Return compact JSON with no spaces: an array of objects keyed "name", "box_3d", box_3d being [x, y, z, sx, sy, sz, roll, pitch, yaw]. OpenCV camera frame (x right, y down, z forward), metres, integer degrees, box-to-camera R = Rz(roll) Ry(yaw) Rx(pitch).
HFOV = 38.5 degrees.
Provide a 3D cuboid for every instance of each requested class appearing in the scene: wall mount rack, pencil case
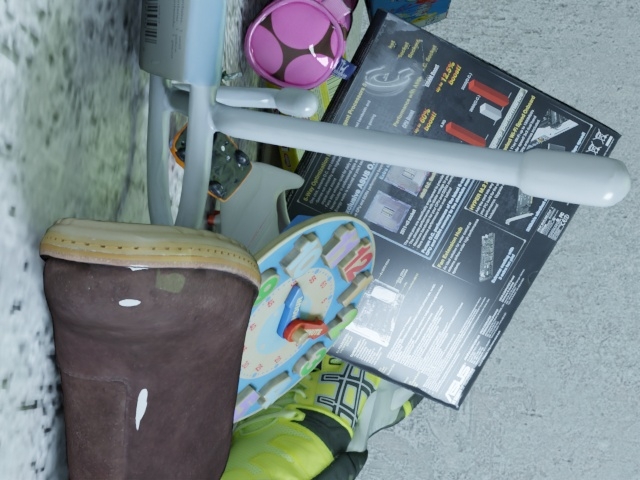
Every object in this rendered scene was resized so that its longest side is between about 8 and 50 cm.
[{"name":"wall mount rack","box_3d":[0.005,-0.151,0.406,0.304,0.130,0.350,-148,-119,-64]},{"name":"pencil case","box_3d":[-0.007,-0.211,0.863,0.098,0.095,0.209,-48,-164,24]}]

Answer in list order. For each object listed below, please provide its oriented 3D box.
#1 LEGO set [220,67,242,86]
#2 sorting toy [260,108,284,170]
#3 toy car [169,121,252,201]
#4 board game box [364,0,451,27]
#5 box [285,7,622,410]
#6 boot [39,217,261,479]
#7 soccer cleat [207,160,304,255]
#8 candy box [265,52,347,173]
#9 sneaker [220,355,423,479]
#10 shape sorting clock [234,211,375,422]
[{"name":"LEGO set","box_3d":[-0.077,-0.096,0.641,0.054,0.023,0.083,66,28,-8]},{"name":"sorting toy","box_3d":[0.000,0.000,1.064,0.229,0.041,0.307,-4,103,-46]},{"name":"toy car","box_3d":[-0.091,-0.021,0.591,0.040,0.060,0.122,14,-101,51]},{"name":"board game box","box_3d":[0.050,-0.373,0.859,0.302,0.086,0.308,-33,109,-85]},{"name":"box","box_3d":[0.092,-0.022,0.855,0.307,0.242,0.076,-63,-168,14]},{"name":"boot","box_3d":[-0.080,0.110,0.416,0.248,0.090,0.207,94,1,-74]},{"name":"soccer cleat","box_3d":[-0.055,0.033,0.750,0.068,0.076,0.196,-71,167,-72]},{"name":"candy box","box_3d":[0.000,-0.104,0.984,0.105,0.027,0.206,-31,122,-36]},{"name":"sneaker","box_3d":[-0.020,0.168,0.939,0.147,0.145,0.385,65,29,-5]},{"name":"shape sorting clock","box_3d":[-0.028,0.067,0.725,0.206,0.040,0.206,-39,149,-29]}]
